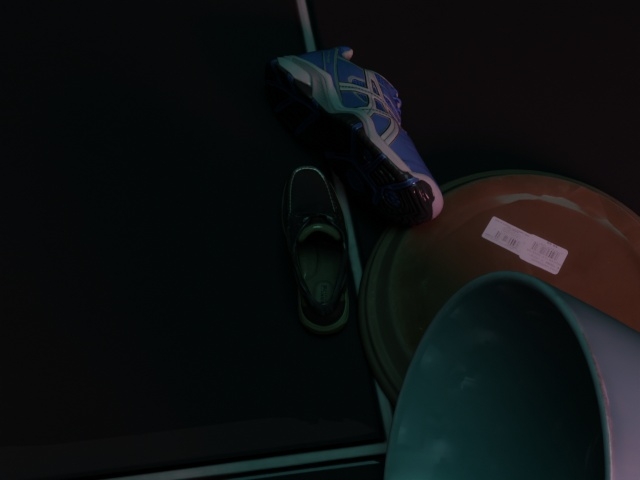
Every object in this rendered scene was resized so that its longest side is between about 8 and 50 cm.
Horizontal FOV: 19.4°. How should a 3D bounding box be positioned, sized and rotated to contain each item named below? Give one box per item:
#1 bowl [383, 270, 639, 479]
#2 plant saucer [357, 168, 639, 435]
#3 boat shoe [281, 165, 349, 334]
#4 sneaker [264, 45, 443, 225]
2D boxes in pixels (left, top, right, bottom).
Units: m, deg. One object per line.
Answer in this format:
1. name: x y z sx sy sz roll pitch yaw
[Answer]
1. bowl: 0.182 0.184 1.317 0.163 0.311 0.312 7 58 -25
2. plant saucer: 0.169 0.055 1.509 0.277 0.041 0.278 2 60 -3
3. boat shoe: 0.000 0.000 1.517 0.056 0.049 0.152 -6 61 -8
4. sneaker: 0.040 -0.096 1.547 0.081 0.080 0.211 -25 55 -25
